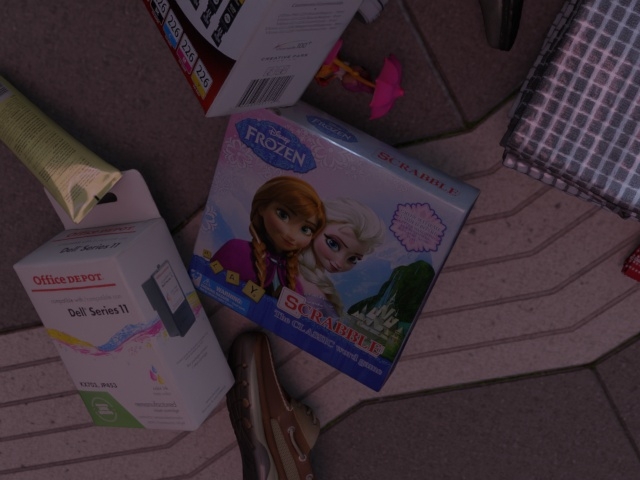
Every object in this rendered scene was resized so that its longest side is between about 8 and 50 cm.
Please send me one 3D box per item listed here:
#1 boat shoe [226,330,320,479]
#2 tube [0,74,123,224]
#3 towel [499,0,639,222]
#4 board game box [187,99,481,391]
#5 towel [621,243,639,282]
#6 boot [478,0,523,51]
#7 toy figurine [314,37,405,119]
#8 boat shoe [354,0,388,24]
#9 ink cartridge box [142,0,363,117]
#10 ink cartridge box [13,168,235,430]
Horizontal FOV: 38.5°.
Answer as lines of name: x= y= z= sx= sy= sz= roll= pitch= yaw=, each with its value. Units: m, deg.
boat shoe: x=-0.066 y=0.285 z=1.390 sx=0.116 sy=0.123 sz=0.324 roll=-14 pitch=107 yaw=-22
tube: x=-0.380 y=-0.133 z=1.224 sx=0.240 sy=0.062 sz=0.070 roll=42 pitch=133 yaw=5
towel: x=0.363 y=-0.171 z=1.050 sx=0.235 sy=0.121 sz=0.283 roll=25 pitch=98 yaw=-3
board game box: x=0.000 y=0.000 z=1.193 sx=0.319 sy=0.066 sz=0.318 roll=28 pitch=126 yaw=11
towel: x=0.546 y=-0.025 z=1.180 sx=0.199 sy=0.031 sz=0.275 roll=26 pitch=118 yaw=-6
boot: x=0.151 y=-0.343 z=1.077 sx=0.161 sy=0.083 sz=0.246 roll=0 pitch=116 yaw=22
toy figurine: x=0.024 y=-0.211 z=1.131 sx=0.159 sy=0.173 sz=0.130 roll=29 pitch=85 yaw=-26
boat shoe: x=-0.004 y=-0.357 z=1.092 sx=0.226 sy=0.083 sz=0.076 roll=40 pitch=88 yaw=-12
ink cartridge box: x=-0.087 y=-0.337 z=0.948 sx=0.309 sy=0.130 sz=0.272 roll=59 pitch=139 yaw=18
ink cartridge box: x=-0.286 y=0.090 z=1.284 sx=0.207 sy=0.119 sz=0.353 roll=-6 pitch=115 yaw=33
